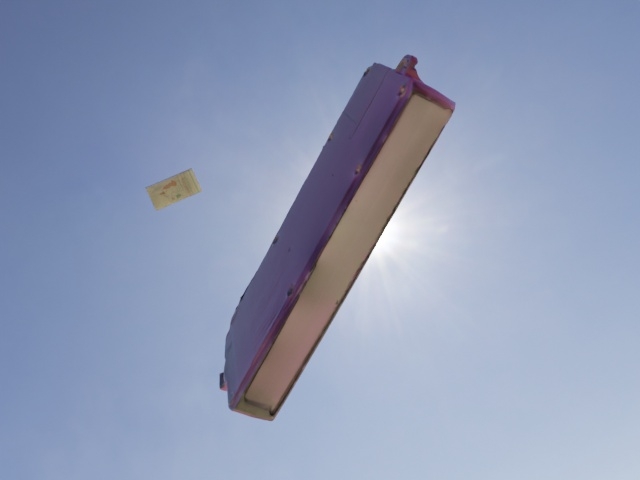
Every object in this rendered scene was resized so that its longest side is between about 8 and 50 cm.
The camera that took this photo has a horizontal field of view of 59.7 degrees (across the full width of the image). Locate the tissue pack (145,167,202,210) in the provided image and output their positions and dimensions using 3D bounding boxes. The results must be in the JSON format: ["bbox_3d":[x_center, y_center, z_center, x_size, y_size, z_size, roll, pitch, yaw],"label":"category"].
[{"bbox_3d":[-0.315,-0.110,1.200,0.108,0.023,0.056,-24,-77,-10],"label":"tissue pack"}]

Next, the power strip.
[{"bbox_3d":[0.000,0.000,0.406,0.037,0.109,0.279,23,-73,-20],"label":"power strip"}]
